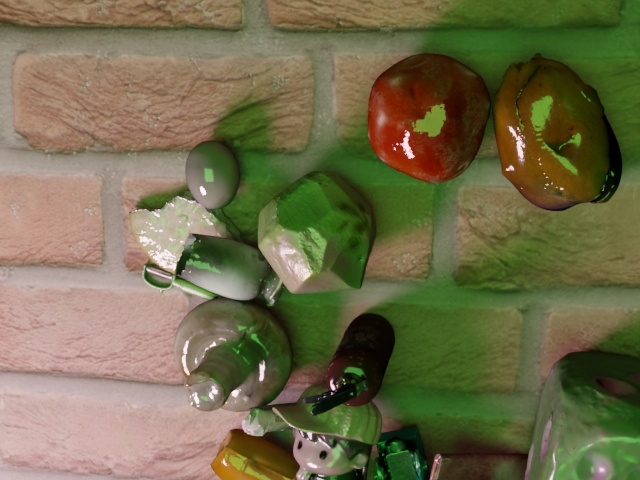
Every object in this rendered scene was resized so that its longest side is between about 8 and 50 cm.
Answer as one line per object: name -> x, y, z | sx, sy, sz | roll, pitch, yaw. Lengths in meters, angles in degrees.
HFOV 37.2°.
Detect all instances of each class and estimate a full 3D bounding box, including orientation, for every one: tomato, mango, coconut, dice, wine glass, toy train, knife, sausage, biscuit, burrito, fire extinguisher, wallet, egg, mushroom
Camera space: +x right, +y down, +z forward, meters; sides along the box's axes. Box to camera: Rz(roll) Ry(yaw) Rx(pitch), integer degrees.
tomato -> 0.187, -0.219, 1.686 | 0.232, 0.188, 0.231 | 2, 101, 11
mango -> 0.404, -0.184, 1.668 | 0.201, 0.152, 0.287 | -20, 100, 1
coconut -> 0.000, 0.000, 1.768 | 0.236, 0.236, 0.205 | 47, 120, -3
dice -> 0.546, 0.397, 1.695 | 0.323, 0.330, 0.318 | 12, 104, 10
wine glass -> -0.169, 0.055, 1.830 | 0.205, 0.111, 0.111 | 20, 108, -17
toy train -> 0.168, 0.465, 1.879 | 0.107, 0.154, 0.197 | -13, 102, 11
knife -> -0.269, 0.105, 1.947 | 0.212, 0.015, 0.054 | 19, 107, 6
sausage -> -0.051, 0.508, 1.951 | 0.354, 0.116, 0.134 | 30, 127, -3
biscuit -> -0.261, -0.014, 1.904 | 0.266, 0.040, 0.188 | 15, 109, 7
burrito -> -0.078, 0.354, 1.894 | 0.064, 0.203, 0.064 | -2, 86, 40
fire extinguisher -> 0.053, 0.236, 1.743 | 0.138, 0.344, 0.102 | -15, 100, 15
wallet -> 0.307, 0.469, 1.843 | 0.232, 0.025, 0.119 | 8, 97, -31
egg -> -0.207, -0.126, 1.831 | 0.103, 0.103, 0.134 | -4, 106, 12
mushroom -> -0.181, 0.238, 1.853 | 0.244, 0.243, 0.243 | 3, 104, 11

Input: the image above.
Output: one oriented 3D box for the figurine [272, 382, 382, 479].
figurine -> 0.026, 0.432, 1.832 | 0.185, 0.205, 0.332 | 7, 110, 43
